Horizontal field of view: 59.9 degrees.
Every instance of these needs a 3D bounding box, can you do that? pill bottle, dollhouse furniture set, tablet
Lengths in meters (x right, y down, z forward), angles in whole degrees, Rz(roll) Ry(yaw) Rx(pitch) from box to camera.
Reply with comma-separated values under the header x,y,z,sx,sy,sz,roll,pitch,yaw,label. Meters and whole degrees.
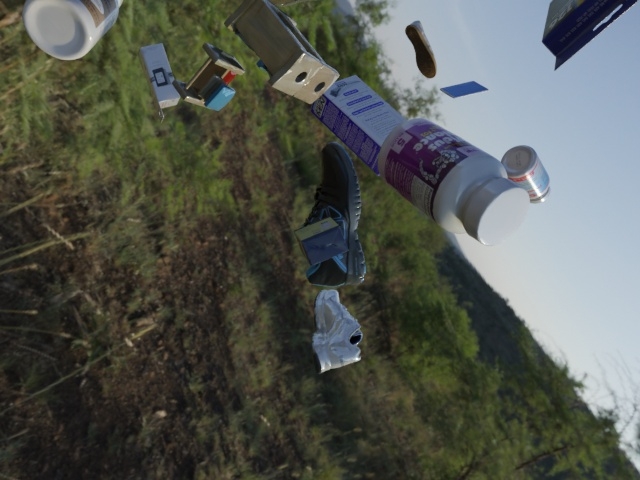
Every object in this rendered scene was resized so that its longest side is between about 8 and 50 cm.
x,y,z,sx,sy,sz,roll,pitch,yaw,label
0.504,-0.155,1.352,0.160,0.087,0.087,37,28,-44,pill bottle
0.261,-0.118,1.111,0.301,0.169,0.169,46,-8,45,pill bottle
-0.482,-0.469,1.115,0.229,0.131,0.131,-84,152,-48,pill bottle
-0.095,-0.243,0.841,0.129,0.184,0.129,54,21,15,dollhouse furniture set
0.288,-0.302,1.116,0.054,0.083,0.006,-126,-155,-48,tablet

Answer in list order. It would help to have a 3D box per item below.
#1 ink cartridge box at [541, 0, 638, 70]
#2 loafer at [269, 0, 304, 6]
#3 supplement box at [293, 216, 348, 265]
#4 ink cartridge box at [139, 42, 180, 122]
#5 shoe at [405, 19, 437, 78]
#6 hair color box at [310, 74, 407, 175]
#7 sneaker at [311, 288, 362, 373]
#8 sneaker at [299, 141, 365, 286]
x,y,z,sx,sy,sz,roll,pitch,yaw,label
0.668,-0.600,1.329,0.072,0.303,0.307,36,50,-9,ink cartridge box
-0.051,-0.569,1.221,0.087,0.251,0.094,-21,104,-41,loafer
0.000,0.000,1.121,0.083,0.083,0.056,-130,-161,-69,supplement box
-0.419,-0.411,1.464,0.104,0.060,0.180,9,-63,70,ink cartridge box
0.380,-0.700,2.038,0.058,0.077,0.219,-54,127,-33,shoe
0.149,-0.381,1.810,0.339,0.185,0.110,48,-37,18,hair color box
0.045,0.234,1.470,0.297,0.129,0.111,-90,173,-57,sneaker
0.020,-0.056,1.289,0.125,0.140,0.340,-159,-117,-82,sneaker
